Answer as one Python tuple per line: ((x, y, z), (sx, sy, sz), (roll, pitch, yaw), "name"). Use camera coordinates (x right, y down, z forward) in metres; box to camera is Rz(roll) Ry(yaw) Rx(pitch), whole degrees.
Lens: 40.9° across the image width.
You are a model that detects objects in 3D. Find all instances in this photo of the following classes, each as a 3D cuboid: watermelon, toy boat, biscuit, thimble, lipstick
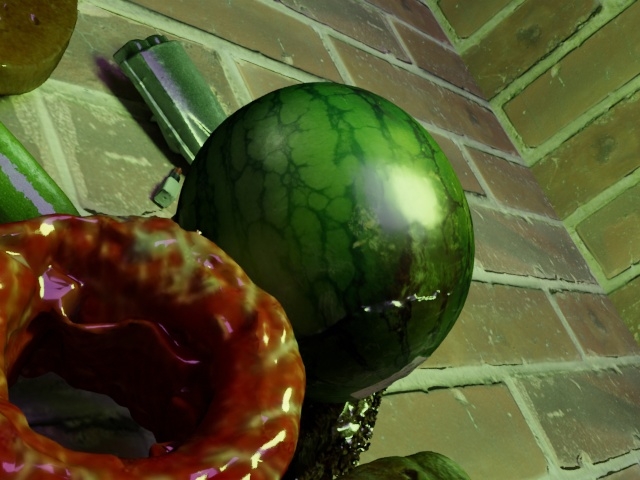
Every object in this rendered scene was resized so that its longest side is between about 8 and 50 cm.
((0.000, 0.000, 0.968), (0.363, 0.363, 0.363), (36, 31, -27), "watermelon")
((-0.205, -0.186, 1.385), (0.320, 0.092, 0.141), (56, 27, -6), "toy boat")
((-0.498, -0.357, 1.165), (0.350, 0.070, 0.394), (39, 30, -19), "biscuit")
((-0.194, 0.157, 0.747), (0.350, 0.231, 0.350), (18, 39, -15), "thimble")
((-0.225, -0.087, 1.299), (0.025, 0.025, 0.107), (43, 23, -18), "lipstick")

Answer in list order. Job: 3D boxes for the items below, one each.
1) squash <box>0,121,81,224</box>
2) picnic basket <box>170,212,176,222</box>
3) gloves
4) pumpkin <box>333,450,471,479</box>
((-0.406, -0.109, 0.977), (0.379, 0.101, 0.101), (51, 28, -8), "squash")
((-0.114, 0.027, 1.216), (0.196, 0.134, 0.154), (-3, 62, -57), "picnic basket")
((-0.003, 0.206, 1.120), (0.135, 0.210, 0.312), (61, 18, -16), "gloves")
((0.103, 0.367, 1.093), (0.148, 0.169, 0.312), (38, 30, -29), "pumpkin")
